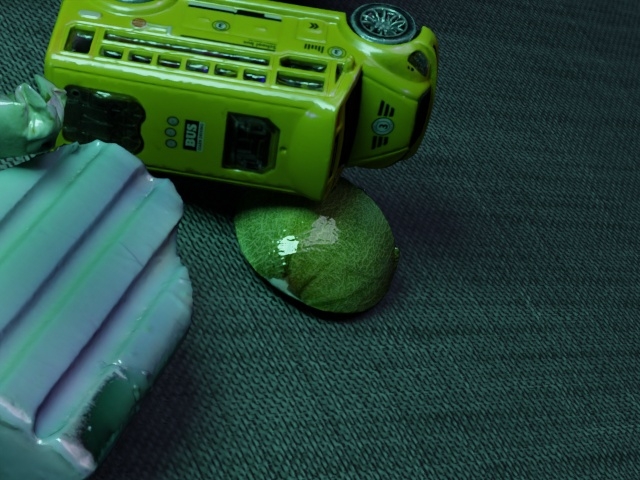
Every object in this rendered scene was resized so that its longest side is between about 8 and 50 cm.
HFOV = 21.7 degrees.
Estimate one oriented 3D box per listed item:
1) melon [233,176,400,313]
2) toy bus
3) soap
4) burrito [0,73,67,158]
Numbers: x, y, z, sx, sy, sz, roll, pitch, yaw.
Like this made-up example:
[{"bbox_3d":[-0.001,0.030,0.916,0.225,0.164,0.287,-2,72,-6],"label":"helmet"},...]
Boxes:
[{"bbox_3d":[0.000,0.000,1.480,0.160,0.079,0.128,34,32,-3],"label":"melon"},{"bbox_3d":[-0.068,-0.126,1.442,0.331,0.145,0.151,9,42,0],"label":"toy bus"},{"bbox_3d":[-0.201,0.052,1.214,0.193,0.109,0.324,34,34,-3],"label":"soap"},{"bbox_3d":[-0.342,-0.092,1.223,0.309,0.066,0.096,0,11,-7],"label":"burrito"}]
